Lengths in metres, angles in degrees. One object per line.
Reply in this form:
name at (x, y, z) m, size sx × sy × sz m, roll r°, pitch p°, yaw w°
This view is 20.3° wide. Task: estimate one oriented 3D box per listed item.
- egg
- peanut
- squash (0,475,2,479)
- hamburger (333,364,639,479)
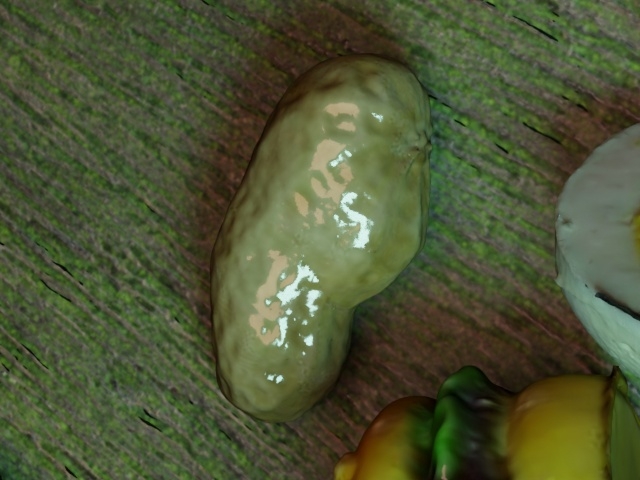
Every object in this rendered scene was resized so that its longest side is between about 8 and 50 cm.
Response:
egg at (0.364, 0.042, 1.599) m, size 0.337 × 0.337 × 0.201 m, roll 11°, pitch 130°, yaw 19°
peanut at (0.000, 0.000, 1.762) m, size 0.192 × 0.169 × 0.387 m, roll 26°, pitch 102°, yaw 13°
squash at (-0.433, 0.338, 1.913) m, size 0.252 × 0.165 × 0.252 m, roll -1°, pitch 88°, yaw 21°
hamburger at (0.167, 0.324, 1.599) m, size 0.277 × 0.396 × 0.396 m, roll -10°, pitch 87°, yaw 18°
